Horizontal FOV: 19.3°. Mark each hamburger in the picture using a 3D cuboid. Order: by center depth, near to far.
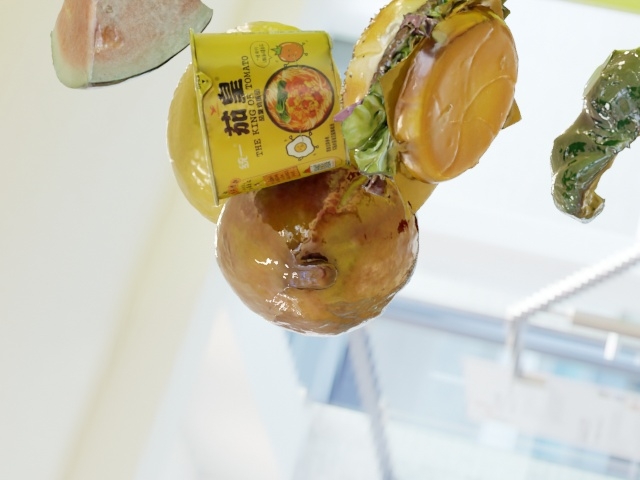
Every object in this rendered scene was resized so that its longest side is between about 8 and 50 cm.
[{"bbox_3d":[0.076,-0.115,1.394,0.189,0.093,0.164,-36,-43,-39],"label":"hamburger"}]

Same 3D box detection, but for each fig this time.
[{"bbox_3d":[-0.002,-0.004,2.037,0.263,0.224,0.224,28,-106,-65],"label":"fig"}]

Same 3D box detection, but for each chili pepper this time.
[{"bbox_3d":[0.368,-0.152,2.411,0.264,0.116,0.148,-57,-10,11],"label":"chili pepper"}]

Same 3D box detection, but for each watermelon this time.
[{"bbox_3d":[-0.241,-0.271,2.239,0.136,0.207,0.202,13,-87,-42],"label":"watermelon"}]

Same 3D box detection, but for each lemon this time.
[{"bbox_3d":[-0.080,-0.145,2.363,0.263,0.236,0.236,-54,-25,-44],"label":"lemon"}]

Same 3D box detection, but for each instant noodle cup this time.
[{"bbox_3d":[-0.049,-0.134,1.896,0.182,0.144,0.182,172,90,-89],"label":"instant noodle cup"}]
